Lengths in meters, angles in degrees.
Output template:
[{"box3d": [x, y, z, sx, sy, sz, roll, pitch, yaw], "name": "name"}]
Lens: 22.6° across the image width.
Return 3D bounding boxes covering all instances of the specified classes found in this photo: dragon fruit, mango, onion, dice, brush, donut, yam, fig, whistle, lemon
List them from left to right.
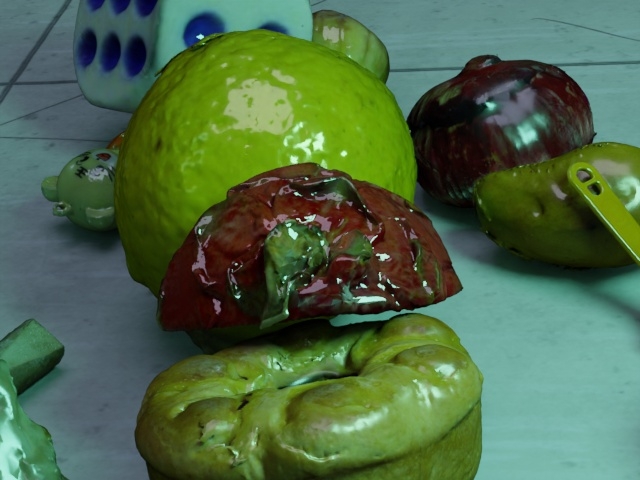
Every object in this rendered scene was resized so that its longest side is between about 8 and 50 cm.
[{"box3d": [-0.361, 0.153, 1.785, 0.068, 0.068, 0.169, 15, 38, 32], "name": "yam"}, {"box3d": [-0.243, -0.094, 2.145, 0.131, 0.106, 0.288, 29, 45, 36], "name": "whistle"}, {"box3d": [-0.183, -0.288, 2.255, 0.251, 0.243, 0.259, 3, 10, -35], "name": "dice"}, {"box3d": [-0.066, -0.053, 1.813, 0.350, 0.350, 0.387, 6, 65, 20], "name": "lemon"}, {"box3d": [-0.005, 0.170, 1.459, 0.317, 0.150, 0.299, -7, 18, 9], "name": "donut"}, {"box3d": [0.000, 0.000, 1.553, 0.317, 0.152, 0.205, -7, 4, -14], "name": "dragon fruit"}, {"box3d": [0.031, -0.237, 2.297, 0.143, 0.160, 0.231, -45, 27, 12], "name": "fig"}, {"box3d": [0.226, -0.144, 2.059, 0.246, 0.190, 0.246, -15, 14, 4], "name": "onion"}, {"box3d": [0.300, -0.041, 1.886, 0.249, 0.156, 0.151, 4, 17, 25], "name": "mango"}, {"box3d": [0.361, 0.020, 1.768, 0.103, 0.013, 0.272, -26, 72, -31], "name": "brush"}]

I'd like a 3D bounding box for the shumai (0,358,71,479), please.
[{"box3d": [-0.303, 0.250, 1.478, 0.222, 0.203, 0.272, -26, 39, -28], "name": "shumai"}]
